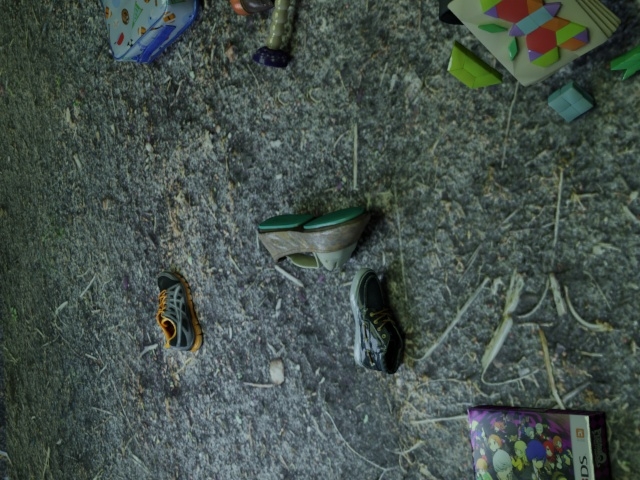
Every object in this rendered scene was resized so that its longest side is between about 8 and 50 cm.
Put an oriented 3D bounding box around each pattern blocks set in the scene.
[{"bbox_3d":[0.272,-0.288,1.185,0.285,0.324,0.026,-47,20,48],"label":"pattern blocks set"}]

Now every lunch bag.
[{"bbox_3d":[-0.402,-0.553,2.150,0.303,0.115,0.243,-28,73,48],"label":"lunch bag"}]

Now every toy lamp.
[{"bbox_3d":[-0.066,-0.471,1.758,0.080,0.080,0.275,38,125,43],"label":"toy lamp"}]

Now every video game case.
[{"bbox_3d":[0.322,0.353,1.359,0.232,0.041,0.210,-8,85,52],"label":"video game case"}]

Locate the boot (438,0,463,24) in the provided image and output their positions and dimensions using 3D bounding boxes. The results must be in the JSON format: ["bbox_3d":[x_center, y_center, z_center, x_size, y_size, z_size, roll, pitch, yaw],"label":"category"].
[{"bbox_3d":[0.203,-0.524,1.328,0.367,0.146,0.445,-9,85,57],"label":"boot"}]

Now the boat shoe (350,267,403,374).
[{"bbox_3d":[0.103,0.141,1.608,0.083,0.065,0.183,11,109,50],"label":"boat shoe"}]

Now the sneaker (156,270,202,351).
[{"bbox_3d":[-0.347,0.164,2.164,0.084,0.083,0.215,-53,52,42],"label":"sneaker"}]

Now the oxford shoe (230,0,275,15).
[{"bbox_3d":[-0.122,-0.587,1.823,0.098,0.097,0.272,2,100,32],"label":"oxford shoe"}]

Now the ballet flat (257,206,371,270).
[{"bbox_3d":[0.000,0.000,1.712,0.316,0.107,0.106,-1,112,57],"label":"ballet flat"}]
